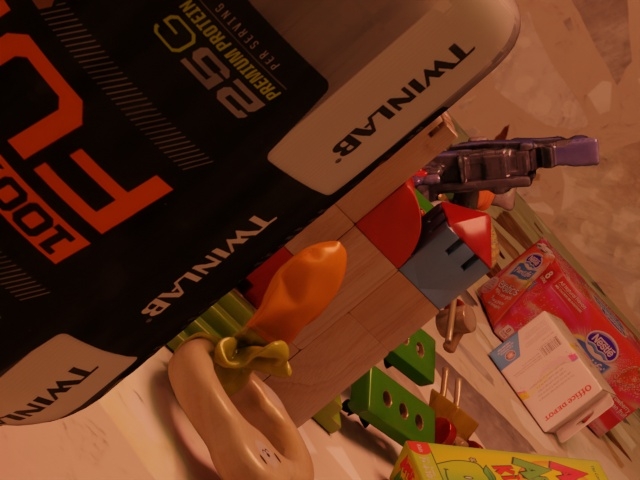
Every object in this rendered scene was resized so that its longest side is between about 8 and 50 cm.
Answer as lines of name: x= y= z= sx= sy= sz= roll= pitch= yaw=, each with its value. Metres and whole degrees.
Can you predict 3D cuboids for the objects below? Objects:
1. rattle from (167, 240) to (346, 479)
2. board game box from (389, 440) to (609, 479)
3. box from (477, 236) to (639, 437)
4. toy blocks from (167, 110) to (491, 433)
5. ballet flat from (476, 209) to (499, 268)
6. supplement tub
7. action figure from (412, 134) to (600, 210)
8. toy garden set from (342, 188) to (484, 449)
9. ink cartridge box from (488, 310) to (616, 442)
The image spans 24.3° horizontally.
rattle: x=-0.010 y=0.111 z=0.935 sx=0.130 sy=0.142 sz=0.200 roll=64 pitch=-1 yaw=-27
board game box: x=0.155 y=0.215 z=1.196 sx=0.181 sy=0.043 sz=0.092 roll=9 pitch=30 yaw=-21
box: x=0.353 y=0.137 z=2.088 sx=0.257 sy=0.128 sz=0.123 roll=45 pitch=14 yaw=-24
toy blocks: x=-0.021 y=-0.053 z=1.070 sx=0.381 sy=0.261 sz=0.191 roll=45 pitch=13 yaw=-20
ballet flat: x=0.088 y=-0.092 z=1.846 sx=0.348 sy=0.123 sz=0.123 roll=50 pitch=12 yaw=23
supplement tub: x=-0.099 y=-0.061 z=0.653 sx=0.207 sy=0.338 sz=0.207 roll=46 pitch=14 yaw=-15
action figure: x=0.139 y=-0.025 z=1.597 sx=0.330 sy=0.341 sz=0.179 roll=-21 pitch=107 yaw=-70
toy garden set: x=0.079 y=0.080 z=1.322 sx=0.204 sy=0.049 sz=0.244 roll=40 pitch=45 yaw=-45
ink cartridge box: x=0.299 y=0.176 z=1.874 sx=0.143 sy=0.092 sz=0.090 roll=56 pitch=14 yaw=21
